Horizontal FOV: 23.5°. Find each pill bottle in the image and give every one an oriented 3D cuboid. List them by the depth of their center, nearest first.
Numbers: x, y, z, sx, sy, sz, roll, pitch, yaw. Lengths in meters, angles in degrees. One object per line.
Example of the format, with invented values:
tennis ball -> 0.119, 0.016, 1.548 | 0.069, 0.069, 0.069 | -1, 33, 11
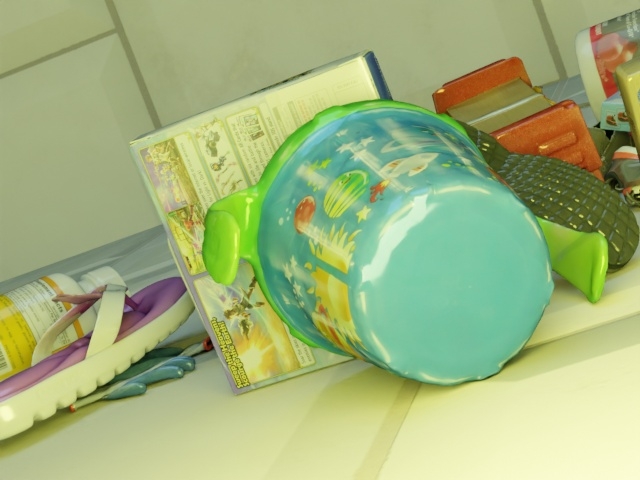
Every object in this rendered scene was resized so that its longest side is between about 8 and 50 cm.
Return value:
pill bottle -> -0.364, 0.124, 1.975 | 0.245, 0.136, 0.136 | -24, 8, -26
pill bottle -> 0.530, -0.261, 2.137 | 0.318, 0.176, 0.176 | -19, 7, 20

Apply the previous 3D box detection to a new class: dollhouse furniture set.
dollhouse furniture set -> 0.327, -0.135, 1.622 | 0.374, 0.152, 0.201 | -23, 24, -1

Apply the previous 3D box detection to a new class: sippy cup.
sippy cup -> 0.075, 0.012, 1.273 | 0.305, 0.240, 0.224 | -31, 19, -7

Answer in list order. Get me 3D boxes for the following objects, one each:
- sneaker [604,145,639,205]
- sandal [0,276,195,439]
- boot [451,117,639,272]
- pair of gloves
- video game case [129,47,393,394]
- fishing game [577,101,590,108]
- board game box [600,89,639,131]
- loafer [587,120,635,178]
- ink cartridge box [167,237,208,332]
sneaker -> 0.362, -0.059, 1.659 | 0.065, 0.061, 0.158 | -55, 22, -10
sandal -> -0.277, 0.108, 1.795 | 0.169, 0.102, 0.416 | -18, 12, 33
boot -> 0.187, -0.011, 1.488 | 0.083, 0.246, 0.161 | -48, -24, -31
pair of gloves -> -0.205, 0.150, 1.784 | 0.159, 0.023, 0.198 | -19, 6, 14
video game case -> -0.017, -0.014, 1.459 | 0.244, 0.269, 0.061 | -19, 11, 16
fishing game -> 0.329, -0.147, 2.438 | 0.264, 0.041, 0.189 | -33, 11, -26
board game box -> 0.457, -0.155, 1.815 | 0.211, 0.039, 0.160 | 7, 20, 27
loafer -> 0.300, -0.085, 1.823 | 0.094, 0.087, 0.251 | -16, 9, 38
ink cartridge box -> -0.029, -0.029, 1.868 | 0.285, 0.166, 0.395 | -24, 13, 0
